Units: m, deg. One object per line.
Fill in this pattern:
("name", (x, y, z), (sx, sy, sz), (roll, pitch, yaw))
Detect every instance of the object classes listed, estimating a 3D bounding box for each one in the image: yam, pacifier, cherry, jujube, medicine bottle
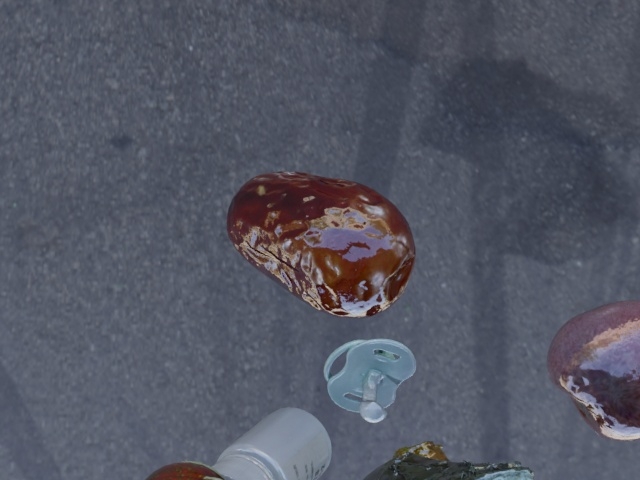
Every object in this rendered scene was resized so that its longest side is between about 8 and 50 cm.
("yam", (0.152, 0.364, 1.218), (0.201, 0.271, 0.202), (-23, 94, -10))
("pacifier", (0.067, 0.207, 1.412), (0.127, 0.116, 0.150), (27, 124, -18))
("cherry", (0.513, 0.208, 1.672), (0.239, 0.239, 0.206), (-8, 169, -6))
("jujube", (0.000, 0.000, 1.595), (0.223, 0.318, 0.223), (-36, 137, -43))
("medicine bottle", (-0.093, 0.379, 1.614), (0.145, 0.252, 0.144), (6, 104, 25))

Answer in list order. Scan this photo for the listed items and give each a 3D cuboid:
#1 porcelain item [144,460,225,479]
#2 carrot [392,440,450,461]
("porcelain item", (-0.166, 0.436, 1.392), (0.253, 0.253, 0.253), (-6, 127, -8))
("carrot", (0.253, 0.523, 1.899), (0.114, 0.301, 0.114), (-22, 149, -14))
